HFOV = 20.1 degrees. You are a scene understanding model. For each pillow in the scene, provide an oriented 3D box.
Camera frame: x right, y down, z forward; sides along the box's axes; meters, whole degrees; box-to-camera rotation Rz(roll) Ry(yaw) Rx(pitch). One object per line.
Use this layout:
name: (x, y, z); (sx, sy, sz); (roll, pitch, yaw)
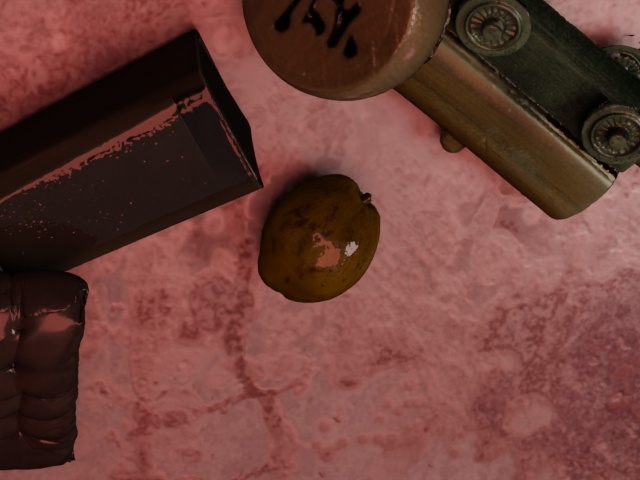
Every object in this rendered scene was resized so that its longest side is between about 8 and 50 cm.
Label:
pillow: (-0.330, 0.124, 1.629); (0.228, 0.101, 0.326); (-2, 154, -11)

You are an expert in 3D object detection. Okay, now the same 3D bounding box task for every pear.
pear: (0.000, 0.000, 1.708); (0.107, 0.107, 0.131); (41, 109, -20)

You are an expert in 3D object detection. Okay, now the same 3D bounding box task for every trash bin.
trash bin: (-0.188, -0.071, 1.625); (0.241, 0.164, 0.122); (-25, 112, 5)

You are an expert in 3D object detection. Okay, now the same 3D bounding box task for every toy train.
toy train: (0.188, -0.151, 1.684); (0.307, 0.126, 0.189); (37, 134, -20)

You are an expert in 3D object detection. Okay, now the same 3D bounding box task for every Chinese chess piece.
Chinese chess piece: (0.020, -0.216, 1.588); (0.188, 0.083, 0.188); (3, 95, 30)
